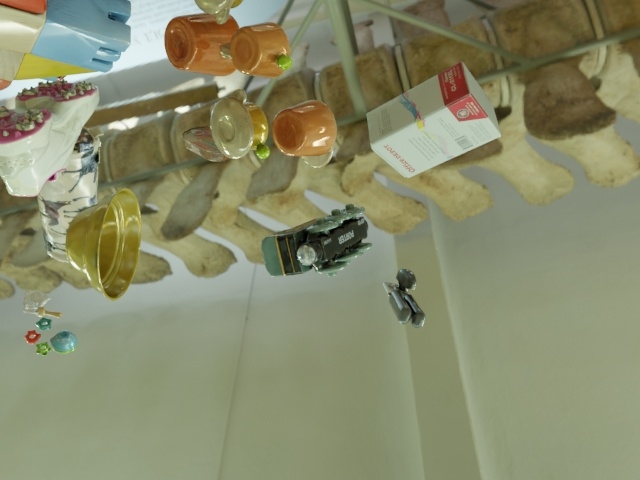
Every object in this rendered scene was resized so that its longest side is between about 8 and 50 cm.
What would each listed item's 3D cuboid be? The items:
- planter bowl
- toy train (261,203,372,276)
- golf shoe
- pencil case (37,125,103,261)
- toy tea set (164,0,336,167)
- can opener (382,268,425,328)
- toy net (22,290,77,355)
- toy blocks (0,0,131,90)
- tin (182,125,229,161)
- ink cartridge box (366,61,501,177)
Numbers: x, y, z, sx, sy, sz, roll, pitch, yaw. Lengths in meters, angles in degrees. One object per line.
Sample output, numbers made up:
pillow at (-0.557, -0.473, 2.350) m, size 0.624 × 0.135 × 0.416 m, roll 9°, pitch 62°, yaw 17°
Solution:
planter bowl at (-0.423, 0.004, 1.041) m, size 0.090 × 0.217 × 0.217 m, roll 5°, pitch -137°, yaw 1°
toy train at (0.000, 0.000, 1.352) m, size 0.190 × 0.142 × 0.334 m, roll -7°, pitch -170°, yaw 27°
golf shoe at (-0.475, -0.188, 0.948) m, size 0.115 × 0.140 × 0.306 m, roll 7°, pitch -147°, yaw 4°
pencil case at (-0.704, -0.128, 1.543) m, size 0.183 × 0.411 × 0.160 m, roll -7°, pitch -139°, yaw -26°
toy tea set at (-0.090, -0.239, 0.780) m, size 0.124 × 0.336 × 0.200 m, roll -23°, pitch 172°, yaw -47°
can opener at (0.229, 0.144, 1.475) m, size 0.075 × 0.095 × 0.283 m, roll 17°, pitch -170°, yaw -6°
toy net at (-0.799, 0.238, 1.554) m, size 0.232 × 0.045 × 0.122 m, roll 42°, pitch -138°, yaw 24°
toy blocks at (-0.233, -0.168, 0.308) m, size 0.381 × 0.260 × 0.191 m, roll -14°, pitch -104°, yaw 51°
tin at (-0.302, -0.267, 1.495) m, size 0.106 × 0.040 × 0.189 m, roll -25°, pitch -138°, yaw -38°
ink cartridge box at (0.181, -0.188, 0.880) m, size 0.175 × 0.127 × 0.073 m, roll -23°, pitch -123°, yaw 30°
